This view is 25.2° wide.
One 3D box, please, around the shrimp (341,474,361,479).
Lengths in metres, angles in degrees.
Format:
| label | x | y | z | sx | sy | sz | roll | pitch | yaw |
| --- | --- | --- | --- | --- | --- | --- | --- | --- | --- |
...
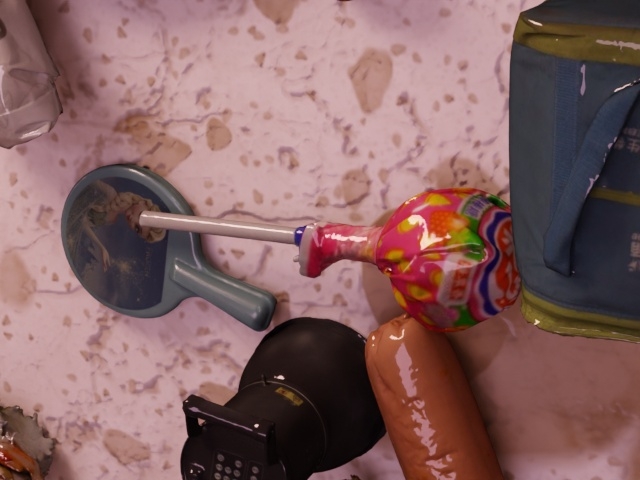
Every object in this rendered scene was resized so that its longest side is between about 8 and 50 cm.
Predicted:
| label | x | y | z | sx | sy | sz | roll | pitch | yaw |
| --- | --- | --- | --- | --- | --- | --- | --- | --- | --- |
| shrimp | 0.085 | 0.325 | 1.298 | 0.248 | 0.068 | 0.150 | 53 | 158 | 5 |

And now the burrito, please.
| label | x | y | z | sx | sy | sz | roll | pitch | yaw |
| --- | --- | --- | --- | --- | --- | --- | --- | --- | --- |
| burrito | -0.341 | -0.298 | 1.274 | 0.139 | 0.101 | 0.445 | 10 | 120 | 68 |

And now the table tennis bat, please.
| label | x | y | z | sx | sy | sz | roll | pitch | yaw |
| --- | --- | --- | --- | --- | --- | --- | --- | --- | --- |
| table tennis bat | -0.146 | 0.020 | 1.345 | 0.237 | 0.038 | 0.149 | 28 | 114 | 17 |

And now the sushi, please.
| label | x | y | z | sx | sy | sz | roll | pitch | yaw |
| --- | --- | --- | --- | --- | --- | --- | --- | --- | --- |
| sushi | -0.357 | 0.208 | 1.468 | 0.226 | 0.103 | 0.097 | 16 | 139 | 16 |

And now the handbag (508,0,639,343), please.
| label | x | y | z | sx | sy | sz | roll | pitch | yaw |
| --- | --- | --- | --- | --- | --- | --- | --- | --- | --- |
| handbag | 0.266 | -0.062 | 1.031 | 0.263 | 0.222 | 0.241 | 4 | 113 | 21 |

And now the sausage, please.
| label | x | y | z | sx | sy | sz | roll | pitch | yaw |
| --- | --- | --- | --- | --- | --- | --- | --- | --- | --- |
| sausage | 0.113 | 0.199 | 1.258 | 0.086 | 0.086 | 0.289 | -17 | 100 | 28 |

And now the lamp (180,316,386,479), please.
| label | x | y | z | sx | sy | sz | roll | pitch | yaw |
| --- | --- | --- | --- | --- | --- | --- | --- | --- | --- |
| lamp | -0.044 | 0.178 | 1.240 | 0.147 | 0.227 | 0.172 | 18 | 114 | 17 |

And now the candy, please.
| label | x | y | z | sx | sy | sz | roll | pitch | yaw |
| --- | --- | --- | --- | --- | --- | --- | --- | --- | --- |
| candy | 0.000 | 0.000 | 1.233 | 0.365 | 0.124 | 0.124 | 6 | 109 | 25 |
